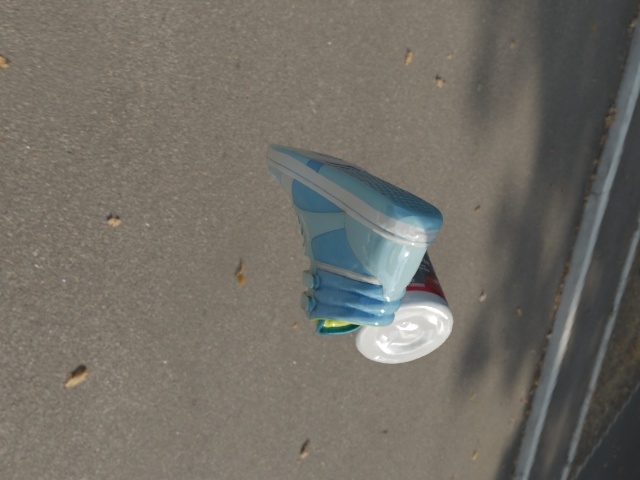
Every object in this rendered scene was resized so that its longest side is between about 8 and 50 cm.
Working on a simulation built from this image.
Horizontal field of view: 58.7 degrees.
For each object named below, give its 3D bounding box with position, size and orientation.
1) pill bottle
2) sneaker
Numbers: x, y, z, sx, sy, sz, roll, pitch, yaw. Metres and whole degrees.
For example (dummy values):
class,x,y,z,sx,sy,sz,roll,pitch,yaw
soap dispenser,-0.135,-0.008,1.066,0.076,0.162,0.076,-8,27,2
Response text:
class,x,y,z,sx,sy,sz,roll,pitch,yaw
pill bottle,0.120,0.055,1.079,0.176,0.318,0.176,-6,134,-7
sneaker,0.000,0.000,0.747,0.127,0.319,0.208,6,110,-35
